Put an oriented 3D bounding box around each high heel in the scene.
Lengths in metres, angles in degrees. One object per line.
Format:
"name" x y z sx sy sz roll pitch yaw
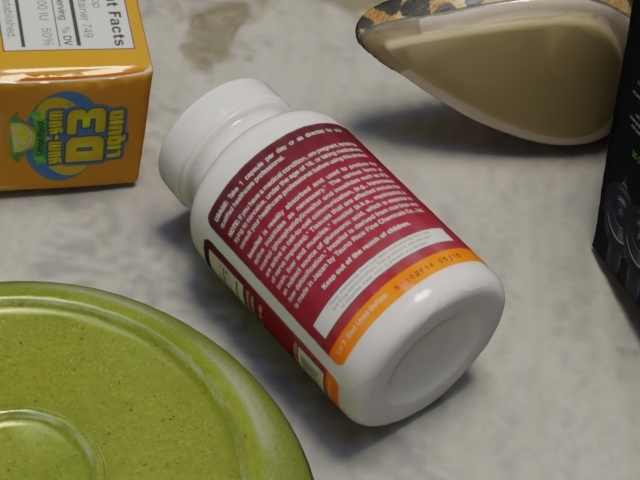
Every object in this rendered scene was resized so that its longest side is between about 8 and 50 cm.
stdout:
"high heel" 0.126 -0.141 0.861 0.261 0.093 0.186 1 47 -18

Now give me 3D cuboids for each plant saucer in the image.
"plant saucer" -0.116 0.100 0.647 0.241 0.037 0.241 5 49 -6

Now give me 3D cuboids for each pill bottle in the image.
"pill bottle" 0.000 0.000 0.719 0.086 0.086 0.152 -28 59 -29

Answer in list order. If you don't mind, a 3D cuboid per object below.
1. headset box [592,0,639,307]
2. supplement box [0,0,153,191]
"headset box" 0.264 -0.077 0.709 0.246 0.283 0.131 -7 35 -16
"supplement box" -0.137 -0.132 0.820 0.080 0.078 0.233 -2 50 -14
